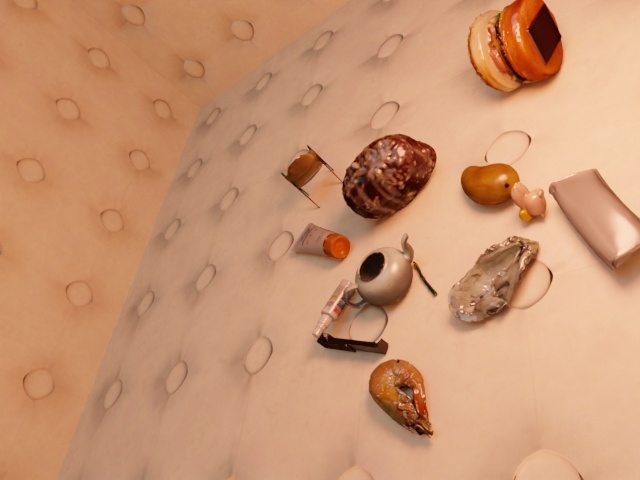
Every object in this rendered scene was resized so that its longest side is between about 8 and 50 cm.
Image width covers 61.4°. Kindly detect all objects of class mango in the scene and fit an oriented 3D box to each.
[{"bbox_3d":[0.498,-0.172,1.606,0.136,0.099,0.227,-57,26,0],"label":"mango"}]

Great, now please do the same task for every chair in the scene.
[{"bbox_3d":[-0.050,-0.276,2.191,0.159,0.247,0.172,-45,34,8],"label":"chair"}]

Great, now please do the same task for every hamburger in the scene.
[{"bbox_3d":[0.617,-0.624,1.727,0.225,0.291,0.290,-11,51,54],"label":"hamburger"}]

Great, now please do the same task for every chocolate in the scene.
[{"bbox_3d":[0.205,-0.221,1.810,0.340,0.210,0.225,-42,70,26],"label":"chocolate"}]

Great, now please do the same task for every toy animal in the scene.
[{"bbox_3d":[0.576,-0.115,1.461,0.091,0.114,0.082,-34,10,-33],"label":"toy animal"}]

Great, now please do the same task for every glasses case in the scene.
[{"bbox_3d":[0.682,-0.057,1.305,0.128,0.083,0.308,-32,38,17],"label":"glasses case"}]

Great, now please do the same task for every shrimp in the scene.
[{"bbox_3d":[0.223,0.414,1.420,0.145,0.061,0.267,-40,33,0],"label":"shrimp"}]

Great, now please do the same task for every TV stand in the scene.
[{"bbox_3d":[0.095,0.316,1.660,0.257,0.049,0.040,-5,53,47],"label":"TV stand"}]

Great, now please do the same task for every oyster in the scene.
[{"bbox_3d":[0.448,0.099,1.422,0.200,0.087,0.251,5,70,40],"label":"oyster"}]

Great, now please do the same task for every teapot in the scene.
[{"bbox_3d":[0.190,0.107,1.671,0.294,0.129,0.193,-42,35,14],"label":"teapot"}]

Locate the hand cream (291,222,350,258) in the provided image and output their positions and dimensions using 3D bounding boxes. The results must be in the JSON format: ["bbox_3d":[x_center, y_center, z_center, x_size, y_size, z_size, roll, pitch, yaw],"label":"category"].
[{"bbox_3d":[0.000,0.000,2.036,0.139,0.089,0.314,-58,27,-14],"label":"hand cream"}]

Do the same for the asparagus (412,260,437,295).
[{"bbox_3d":[0.313,0.114,1.626,0.016,0.016,0.162,-66,27,27],"label":"asparagus"}]

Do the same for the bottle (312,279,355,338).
[{"bbox_3d":[0.039,0.225,1.759,0.060,0.060,0.217,2,47,50],"label":"bottle"}]
